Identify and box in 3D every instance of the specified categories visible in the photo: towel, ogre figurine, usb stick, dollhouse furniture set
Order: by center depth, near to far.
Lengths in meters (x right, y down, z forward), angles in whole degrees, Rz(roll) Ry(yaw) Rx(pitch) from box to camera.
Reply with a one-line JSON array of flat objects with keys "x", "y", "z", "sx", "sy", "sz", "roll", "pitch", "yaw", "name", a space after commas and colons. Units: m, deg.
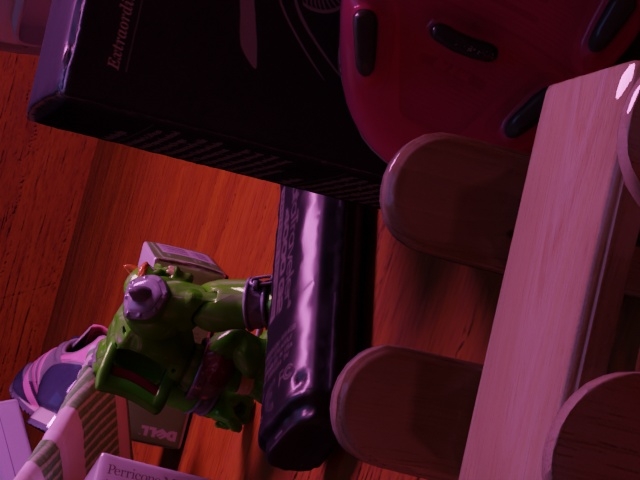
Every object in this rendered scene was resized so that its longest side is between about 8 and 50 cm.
[{"x": 0.057, "y": -0.035, "z": 0.480, "sx": 0.212, "sy": 0.161, "sz": 0.242, "roll": 175, "pitch": 108, "yaw": -77, "name": "dollhouse furniture set"}, {"x": 0.000, "y": 0.000, "z": 0.980, "sx": 0.077, "sy": 0.045, "sz": 0.278, "roll": 128, "pitch": 154, "yaw": -47, "name": "usb stick"}, {"x": -0.078, "y": 0.067, "z": 1.081, "sx": 0.197, "sy": 0.118, "sz": 0.096, "roll": 161, "pitch": 123, "yaw": -75, "name": "ogre figurine"}, {"x": -0.189, "y": 0.244, "z": 1.215, "sx": 0.325, "sy": 0.038, "sz": 0.248, "roll": -64, "pitch": -24, "yaw": -66, "name": "towel"}]

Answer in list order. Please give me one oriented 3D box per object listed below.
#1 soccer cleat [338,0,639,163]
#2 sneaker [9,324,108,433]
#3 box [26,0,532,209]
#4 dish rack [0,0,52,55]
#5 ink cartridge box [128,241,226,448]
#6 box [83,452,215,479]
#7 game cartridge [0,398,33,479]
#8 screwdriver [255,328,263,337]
[{"x": 0.097, "y": -0.181, "z": 0.643, "sx": 0.143, "sy": 0.116, "sz": 0.331, "roll": -51, "pitch": -21, "yaw": -81, "name": "soccer cleat"}, {"x": -0.271, "y": 0.157, "z": 1.932, "sx": 0.131, "sy": 0.112, "sz": 0.319, "roll": -62, "pitch": 17, "yaw": -5, "name": "sneaker"}, {"x": -0.004, "y": -0.102, "z": 0.718, "sx": 0.108, "sy": 0.207, "sz": 0.153, "roll": 174, "pitch": 110, "yaw": -74, "name": "box"}, {"x": -0.034, "y": -0.194, "z": 0.826, "sx": 0.333, "sy": 0.286, "sz": 0.072, "roll": 117, "pitch": 148, "yaw": -47, "name": "dish rack"}, {"x": -0.140, "y": 0.112, "z": 1.442, "sx": 0.109, "sy": 0.062, "sz": 0.209, "roll": -145, "pitch": 70, "yaw": -77, "name": "ink cartridge box"}, {"x": -0.116, "y": 0.206, "z": 1.136, "sx": 0.102, "sy": 0.101, "sz": 0.087, "roll": 126, "pitch": 156, "yaw": -58, "name": "box"}, {"x": -0.340, "y": 0.296, "z": 1.904, "sx": 0.294, "sy": 0.060, "sz": 0.196, "roll": 105, "pitch": 152, "yaw": -62, "name": "game cartridge"}, {"x": -0.027, "y": 0.003, "z": 1.146, "sx": 0.024, "sy": 0.025, "sz": 0.170, "roll": -93, "pitch": 21, "yaw": -54, "name": "screwdriver"}]
